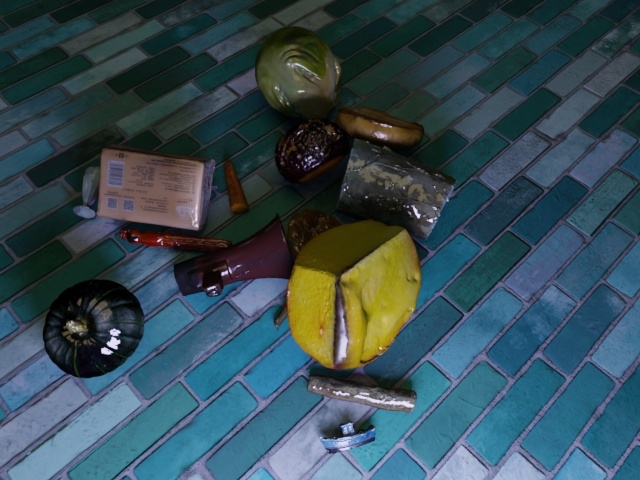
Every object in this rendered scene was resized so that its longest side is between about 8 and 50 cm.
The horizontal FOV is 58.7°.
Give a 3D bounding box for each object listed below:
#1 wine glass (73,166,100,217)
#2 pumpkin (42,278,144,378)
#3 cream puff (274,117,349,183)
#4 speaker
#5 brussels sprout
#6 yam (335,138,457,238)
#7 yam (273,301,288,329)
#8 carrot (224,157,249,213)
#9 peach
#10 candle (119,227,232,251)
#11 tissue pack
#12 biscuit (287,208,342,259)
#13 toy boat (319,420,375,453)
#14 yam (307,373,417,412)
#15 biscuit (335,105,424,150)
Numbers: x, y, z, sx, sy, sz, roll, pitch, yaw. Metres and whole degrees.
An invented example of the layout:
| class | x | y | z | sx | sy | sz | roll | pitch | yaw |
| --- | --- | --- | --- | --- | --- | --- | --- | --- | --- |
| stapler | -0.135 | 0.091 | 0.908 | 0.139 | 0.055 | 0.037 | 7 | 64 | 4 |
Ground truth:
| class | x | y | z | sx | sy | sz | roll | pitch | yaw |
| --- | --- | --- | --- | --- | --- | --- | --- | --- | --- |
| wine glass | -0.704 | -0.147 | 1.750 | 0.074 | 0.073 | 0.154 | 2 | 59 | -1 |
| pumpkin | -0.572 | 0.217 | 1.426 | 0.250 | 0.216 | 0.249 | -1 | 82 | 6 |
| cream puff | -0.032 | -0.281 | 1.763 | 0.239 | 0.239 | 0.164 | -29 | 88 | -20 |
| speaker | -0.220 | 0.090 | 1.541 | 0.330 | 0.198 | 0.259 | -21 | 41 | -8 |
| brussels sprout | -0.065 | -0.574 | 1.945 | 0.345 | 0.268 | 0.343 | 5 | 59 | -8 |
| yam | 0.211 | -0.151 | 1.706 | 0.349 | 0.241 | 0.240 | 21 | 58 | 10 |
| yam | -0.095 | 0.189 | 1.568 | 0.033 | 0.027 | 0.129 | 49 | 57 | -18 |
| carrot | -0.278 | -0.180 | 1.801 | 0.057 | 0.057 | 0.224 | -13 | 54 | -11 |
| peach | 0.072 | 0.144 | 1.467 | 0.243 | 0.306 | 0.380 | 5 | 35 | 42 |
| candle | -0.425 | 0.003 | 1.669 | 0.330 | 0.048 | 0.051 | 5 | 48 | 1 |
| tissue pack | -0.476 | -0.162 | 1.710 | 0.306 | 0.238 | 0.238 | 8 | 56 | 3 |
| biscuit | 0.000 | 0.000 | 1.636 | 0.226 | 0.042 | 0.225 | 20 | 50 | -26 |
| toy boat | 0.066 | 0.467 | 1.367 | 0.137 | 0.060 | 0.060 | -15 | 77 | -5 |
| yam | 0.102 | 0.382 | 1.429 | 0.275 | 0.061 | 0.061 | 10 | 56 | 5 |
| biscuit | 0.188 | -0.360 | 1.848 | 0.297 | 0.101 | 0.296 | 13 | 18 | -4 |
